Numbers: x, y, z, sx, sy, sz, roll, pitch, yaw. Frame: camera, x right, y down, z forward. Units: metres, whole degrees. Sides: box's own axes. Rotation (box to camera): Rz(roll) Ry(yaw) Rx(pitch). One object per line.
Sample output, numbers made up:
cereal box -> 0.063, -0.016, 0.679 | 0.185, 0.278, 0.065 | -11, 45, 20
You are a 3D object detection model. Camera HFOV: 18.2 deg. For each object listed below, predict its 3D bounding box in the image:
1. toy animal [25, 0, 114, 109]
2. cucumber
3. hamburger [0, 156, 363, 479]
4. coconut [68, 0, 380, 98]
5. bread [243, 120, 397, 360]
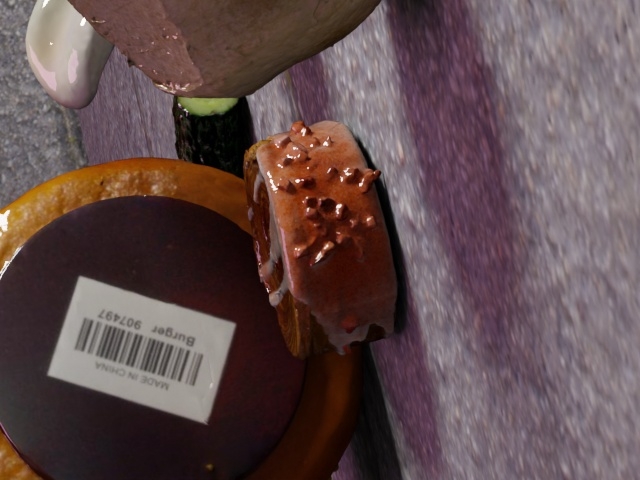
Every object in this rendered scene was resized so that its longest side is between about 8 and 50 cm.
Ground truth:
toy animal -> -0.142, -0.278, 1.397 | 0.241, 0.196, 0.367 | 82, 172, -65
cucumber -> -0.092, -0.031, 1.785 | 0.293, 0.067, 0.067 | 87, 165, -48
hamburger -> -0.134, 0.112, 1.491 | 0.250, 0.330, 0.330 | 121, 134, -68
coconut -> -0.043, -0.174, 1.053 | 0.194, 0.194, 0.194 | 166, 90, -80
bread -> 0.000, 0.000, 1.312 | 0.160, 0.073, 0.160 | 170, 90, -81
